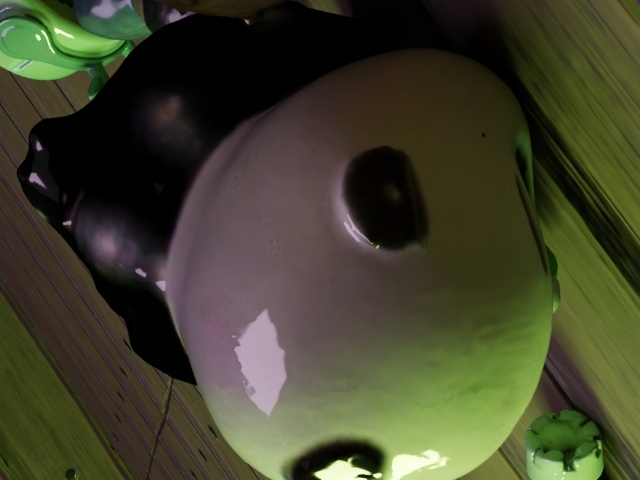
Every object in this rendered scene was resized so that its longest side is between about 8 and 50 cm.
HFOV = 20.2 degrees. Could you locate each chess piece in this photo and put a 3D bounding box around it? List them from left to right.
[{"bbox_3d":[0.137,0.145,0.992,0.067,0.067,0.103,40,148,46],"label":"chess piece"}]

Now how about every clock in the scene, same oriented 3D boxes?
[{"bbox_3d":[-0.186,-0.172,1.173,0.066,0.159,0.211,-32,96,32],"label":"clock"}]

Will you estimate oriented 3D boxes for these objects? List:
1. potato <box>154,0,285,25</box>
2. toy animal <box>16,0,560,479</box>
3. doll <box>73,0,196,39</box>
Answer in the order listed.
[{"bbox_3d":[-0.087,-0.221,0.807,0.298,0.141,0.176,57,153,27],"label":"potato"},{"bbox_3d":[0.008,0.000,0.850,0.267,0.212,0.212,35,154,46],"label":"toy animal"},{"bbox_3d":[-0.087,-0.151,1.014,0.179,0.089,0.102,18,-178,39],"label":"doll"}]
